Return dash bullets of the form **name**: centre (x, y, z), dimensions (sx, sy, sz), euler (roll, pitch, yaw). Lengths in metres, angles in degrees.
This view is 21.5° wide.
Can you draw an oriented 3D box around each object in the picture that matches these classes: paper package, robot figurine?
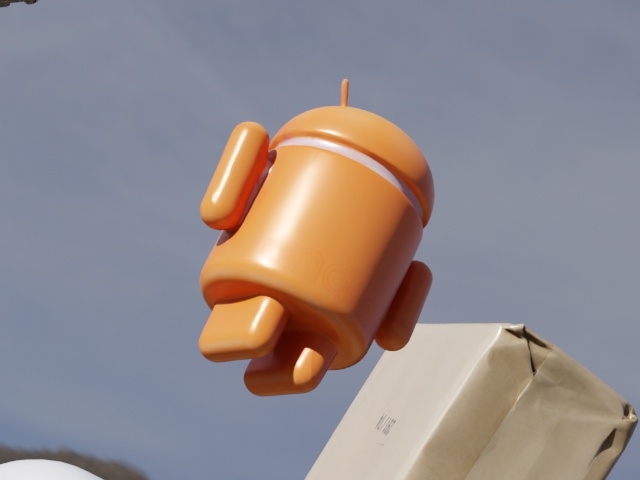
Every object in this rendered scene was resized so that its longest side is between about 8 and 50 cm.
- **paper package**: centre (0.111, 0.241, 1.612), dimensions (0.168, 0.309, 0.325), euler (35, -9, -10)
- **robot figurine**: centre (0.001, 0.001, 1.151), dimensions (0.158, 0.219, 0.128), euler (22, -25, 10)

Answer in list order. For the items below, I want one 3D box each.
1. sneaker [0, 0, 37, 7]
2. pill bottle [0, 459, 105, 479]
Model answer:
- **sneaker**: centre (-0.259, -0.188, 0.833), dimensions (0.299, 0.120, 0.112), euler (-7, -31, -17)
- **pill bottle**: centre (-0.101, 0.227, 0.759), dimensions (0.363, 0.210, 0.210), euler (35, -18, -31)
